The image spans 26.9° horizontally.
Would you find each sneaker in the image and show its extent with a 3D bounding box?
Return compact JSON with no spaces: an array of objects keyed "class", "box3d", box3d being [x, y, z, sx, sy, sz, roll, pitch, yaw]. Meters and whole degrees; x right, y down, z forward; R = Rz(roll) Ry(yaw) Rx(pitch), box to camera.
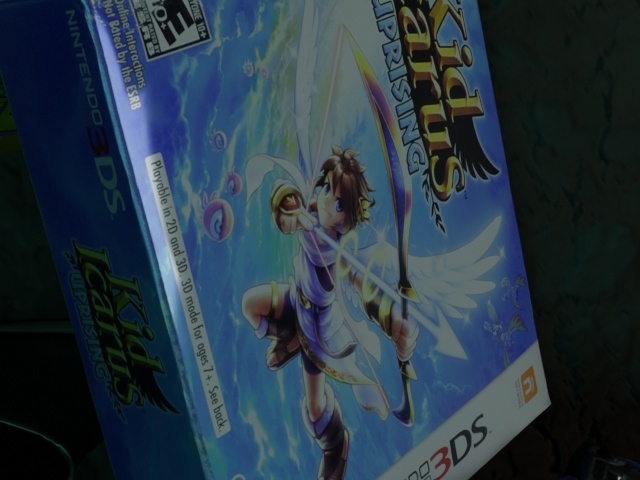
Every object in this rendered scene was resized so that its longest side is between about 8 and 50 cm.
[{"class":"sneaker","box3d":[-0.216,0.094,0.706,0.222,0.118,0.083,-9,106,11]}]

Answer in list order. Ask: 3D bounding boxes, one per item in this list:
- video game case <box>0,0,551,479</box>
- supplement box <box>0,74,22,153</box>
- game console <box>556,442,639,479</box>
[{"class":"video game case","box3d":[0.000,0.000,0.581,0.061,0.244,0.269,0,110,38]},{"class":"supplement box","box3d":[-0.139,-0.085,0.574,0.080,0.233,0.078,41,110,13]},{"class":"game console","box3d":[0.103,0.262,0.625,0.250,0.173,0.293,23,120,9]}]
